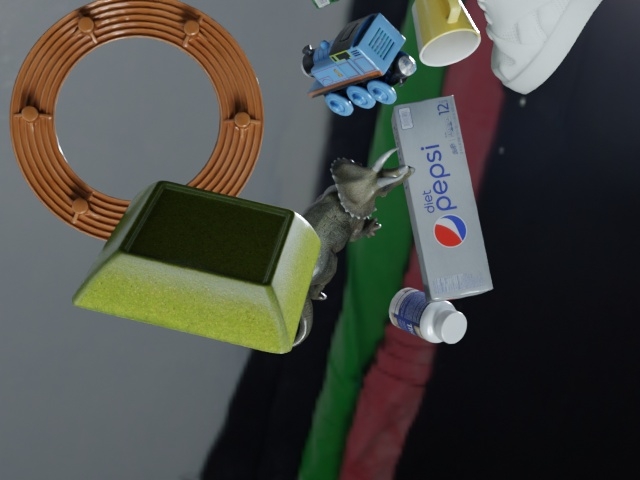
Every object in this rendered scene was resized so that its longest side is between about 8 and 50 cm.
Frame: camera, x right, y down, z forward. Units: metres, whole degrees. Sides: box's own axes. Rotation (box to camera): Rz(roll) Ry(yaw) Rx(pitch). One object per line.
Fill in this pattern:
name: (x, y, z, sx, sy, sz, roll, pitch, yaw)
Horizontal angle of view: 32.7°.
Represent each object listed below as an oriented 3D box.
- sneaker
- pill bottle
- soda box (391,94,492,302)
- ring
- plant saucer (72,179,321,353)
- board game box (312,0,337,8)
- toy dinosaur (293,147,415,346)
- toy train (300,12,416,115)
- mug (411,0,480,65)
sneaker: (0.147, -0.230, 0.906, 0.292, 0.169, 0.108, 109, -2, -70)
pill bottle: (0.165, 0.117, 1.659, 0.120, 0.067, 0.067, 20, -75, 54)
soda box: (0.173, -0.057, 1.579, 0.098, 0.091, 0.286, 78, 1, -85)
ring: (-0.243, -0.162, 1.438, 0.032, 0.336, 0.337, 141, -47, -85)
plant saucer: (-0.099, 0.009, 0.964, 0.188, 0.188, 0.045, -74, 177, -58)
board game box: (0.042, -0.512, 1.871, 0.030, 0.136, 0.260, 54, 25, -46)
toy dinosaur: (0.000, 0.000, 1.505, 0.313, 0.121, 0.160, -52, 162, -1)
toy train: (0.045, -0.227, 1.423, 0.184, 0.105, 0.080, -5, -134, 57)
mug: (0.124, -0.219, 1.075, 0.078, 0.062, 0.064, -38, -122, 44)
